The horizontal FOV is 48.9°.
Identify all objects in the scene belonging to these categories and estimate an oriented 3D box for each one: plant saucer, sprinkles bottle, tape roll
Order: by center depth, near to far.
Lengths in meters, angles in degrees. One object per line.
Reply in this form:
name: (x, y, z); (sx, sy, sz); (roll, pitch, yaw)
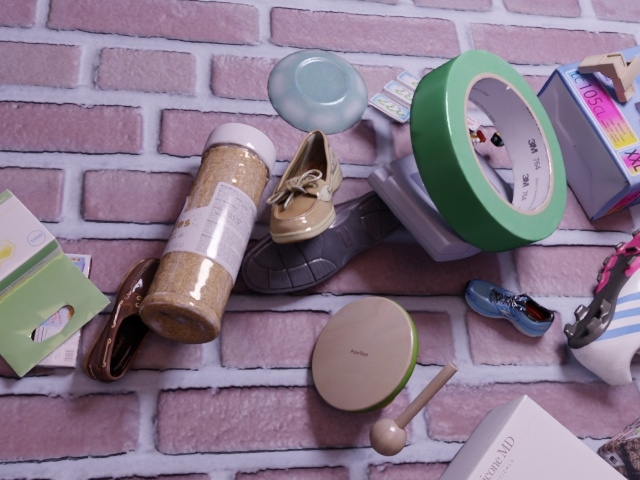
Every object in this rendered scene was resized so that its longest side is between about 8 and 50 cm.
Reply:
sprinkles bottle: (-0.165, -0.020, 1.089); (0.121, 0.121, 0.355); (17, 54, -4)
tape roll: (0.277, -0.144, 1.134); (0.321, 0.077, 0.321); (18, 62, -37)
plant saucer: (-0.001, -0.291, 1.322); (0.194, 0.037, 0.195); (4, 65, -9)

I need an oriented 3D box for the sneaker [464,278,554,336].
sneaker: (0.323, 0.103, 1.189); (0.162, 0.073, 0.063); (23, 64, -1)

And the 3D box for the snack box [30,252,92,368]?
snack box: (-0.392, 0.105, 1.070); (0.064, 0.022, 0.178); (4, 66, -7)

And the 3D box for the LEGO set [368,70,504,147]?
LEGO set: (0.230, -0.236, 1.292); (0.244, 0.060, 0.182); (34, 39, 9)

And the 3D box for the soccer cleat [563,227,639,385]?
soccer cleat: (0.549, 0.109, 1.226); (0.143, 0.116, 0.331); (47, 67, -7)

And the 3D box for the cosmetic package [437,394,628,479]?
cosmetic package: (0.358, 0.422, 1.009); (0.365, 0.155, 0.197); (39, 67, 6)

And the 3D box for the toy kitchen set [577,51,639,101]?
toy kitchen set: (0.530, -0.304, 1.277); (0.068, 0.075, 0.083); (-46, 119, -21)

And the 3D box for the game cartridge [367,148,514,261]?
game cartridge: (0.226, -0.071, 1.198); (0.297, 0.062, 0.198); (-23, 73, -48)

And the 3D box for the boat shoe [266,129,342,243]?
boat shoe: (-0.028, -0.087, 1.122); (0.104, 0.089, 0.285); (-8, 27, 11)

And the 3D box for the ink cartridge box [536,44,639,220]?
ink cartridge box: (0.645, -0.236, 1.370); (0.395, 0.151, 0.270); (-18, 71, -20)

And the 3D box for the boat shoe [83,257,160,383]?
boat shoe: (-0.277, 0.117, 1.052); (0.073, 0.073, 0.207); (35, 63, -31)

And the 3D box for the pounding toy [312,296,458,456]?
pounding toy: (0.103, 0.203, 1.073); (0.183, 0.110, 0.237); (-49, 43, 3)

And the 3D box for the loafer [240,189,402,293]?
loafer: (0.000, 0.000, 1.175); (0.302, 0.095, 0.109); (-26, 104, -16)

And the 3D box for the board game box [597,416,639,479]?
board game box: (0.592, 0.347, 1.014); (0.141, 0.291, 0.232); (-27, 73, -21)

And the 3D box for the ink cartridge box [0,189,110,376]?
ink cartridge box: (-0.456, 0.059, 1.044); (0.235, 0.056, 0.171); (41, 69, 16)
